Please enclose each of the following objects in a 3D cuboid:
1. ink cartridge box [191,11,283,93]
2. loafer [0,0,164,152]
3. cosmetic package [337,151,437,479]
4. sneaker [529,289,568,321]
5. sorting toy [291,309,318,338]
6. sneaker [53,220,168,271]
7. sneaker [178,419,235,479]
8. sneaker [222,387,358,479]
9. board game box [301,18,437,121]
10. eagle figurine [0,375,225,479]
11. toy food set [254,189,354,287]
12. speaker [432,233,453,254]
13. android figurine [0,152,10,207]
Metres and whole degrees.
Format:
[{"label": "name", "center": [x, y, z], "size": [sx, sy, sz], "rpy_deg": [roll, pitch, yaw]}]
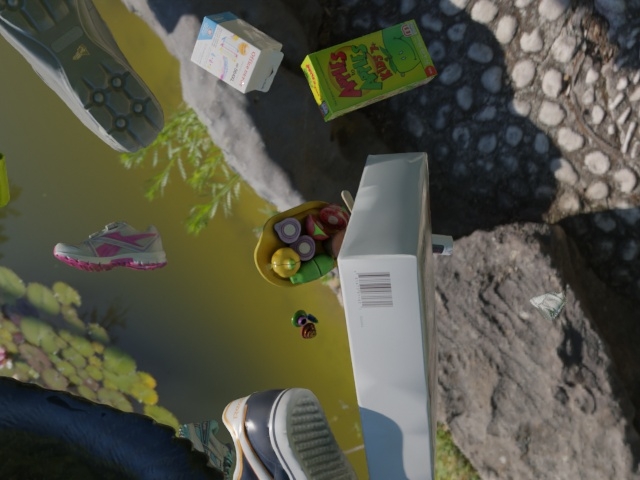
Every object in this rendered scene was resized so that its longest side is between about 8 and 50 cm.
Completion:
[{"label": "ink cartridge box", "center": [-0.148, -0.346, 1.173], "size": [0.143, 0.090, 0.092], "rpy_deg": [33, 122, 8]}, {"label": "loafer", "center": [-0.300, -0.238, 0.714], "size": [0.111, 0.112, 0.319], "rpy_deg": [24, 148, 56]}, {"label": "cosmetic package", "center": [0.110, 0.106, 0.876], "size": [0.097, 0.284, 0.377], "rpy_deg": [-3, 121, 11]}, {"label": "sneaker", "center": [0.495, 0.137, 1.356], "size": [0.061, 0.152, 0.053], "rpy_deg": [-41, 86, 4]}, {"label": "sorting toy", "center": [-0.035, 0.233, 1.737], "size": [0.042, 0.061, 0.102], "rpy_deg": [26, 156, 46]}, {"label": "sneaker", "center": [-0.488, 0.011, 1.478], "size": [0.252, 0.111, 0.103], "rpy_deg": [1, 167, -21]}, {"label": "sneaker", "center": [-0.273, 0.592, 1.653], "size": [0.283, 0.122, 0.110], "rpy_deg": [57, 151, 32]}, {"label": "sneaker", "center": [-0.033, 0.338, 0.887], "size": [0.127, 0.126, 0.321], "rpy_deg": [-6, 114, 29]}, {"label": "board game box", "center": [0.074, -0.254, 0.940], "size": [0.092, 0.181, 0.043], "rpy_deg": [67, 164, -1]}, {"label": "eagle figurine", "center": [-0.227, 0.177, 0.381], "size": [0.226, 0.298, 0.225], "rpy_deg": [28, 100, 41]}, {"label": "toy food set", "center": [0.000, 0.000, 1.040], "size": [0.071, 0.218, 0.128], "rpy_deg": [8, 120, 63]}, {"label": "speaker", "center": [0.287, 0.007, 1.705], "size": [0.136, 0.055, 0.055], "rpy_deg": [6, 129, -8]}, {"label": "android figurine", "center": [-0.562, -0.040, 0.931], "size": [0.056, 0.248, 0.272], "rpy_deg": [17, 123, 11]}]
